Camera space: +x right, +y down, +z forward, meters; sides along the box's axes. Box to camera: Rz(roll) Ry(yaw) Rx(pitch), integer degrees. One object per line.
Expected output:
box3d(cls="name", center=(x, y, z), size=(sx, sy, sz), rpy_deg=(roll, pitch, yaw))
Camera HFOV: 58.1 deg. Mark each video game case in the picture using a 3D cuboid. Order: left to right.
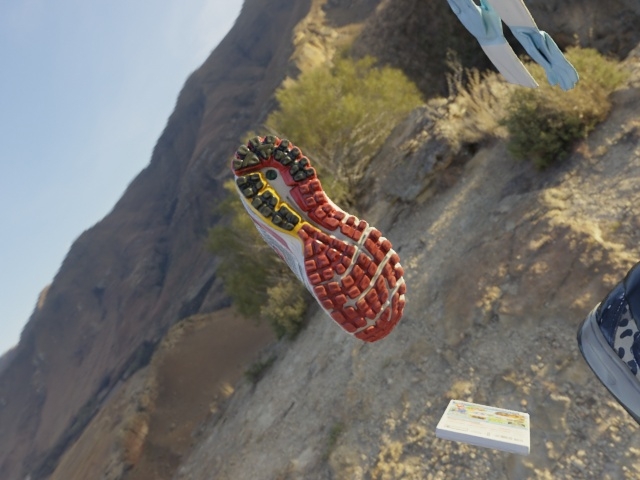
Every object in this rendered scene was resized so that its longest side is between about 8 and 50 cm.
box3d(cls="video game case", center=(0.173, 0.194, 0.605), size=(0.122, 0.087, 0.011), rpy_deg=(5, -90, -70))

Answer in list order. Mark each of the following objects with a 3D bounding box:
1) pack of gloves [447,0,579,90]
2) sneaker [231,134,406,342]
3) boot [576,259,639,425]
box3d(cls="pack of gloves", center=(0.292, -0.322, 0.868), size=(0.046, 0.232, 0.195), rpy_deg=(-49, 27, 3))
box3d(cls="sneaker", center=(0.000, 0.000, 0.564), size=(0.088, 0.225, 0.093), rpy_deg=(-36, -1, -13))
box3d(cls="boot", center=(0.241, 0.060, 0.255), size=(0.236, 0.085, 0.178), rpy_deg=(53, 145, 42))
